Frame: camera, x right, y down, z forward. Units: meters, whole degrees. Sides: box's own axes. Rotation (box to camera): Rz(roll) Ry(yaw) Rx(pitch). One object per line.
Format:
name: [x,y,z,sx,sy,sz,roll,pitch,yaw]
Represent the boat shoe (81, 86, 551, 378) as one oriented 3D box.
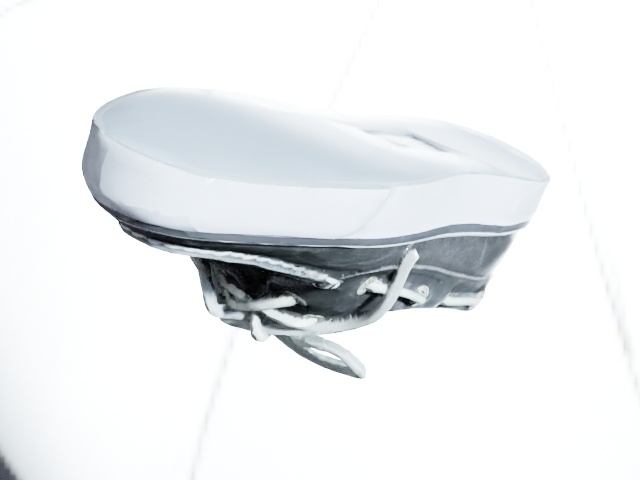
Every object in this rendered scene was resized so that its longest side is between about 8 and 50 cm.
boat shoe: [-0.003,-0.002,0.846,0.306,0.113,0.105,-5,119,-62]
